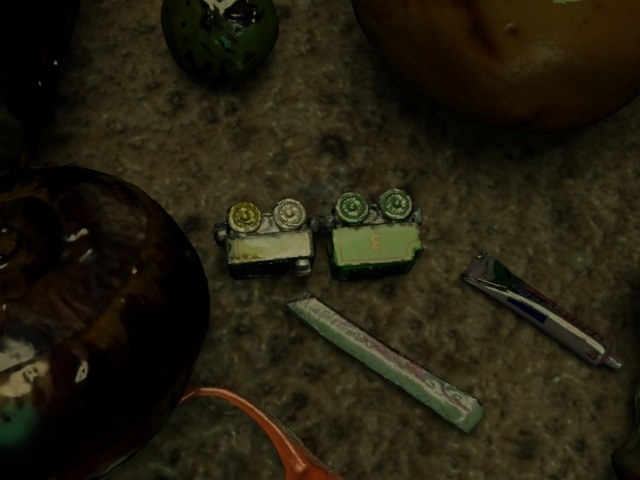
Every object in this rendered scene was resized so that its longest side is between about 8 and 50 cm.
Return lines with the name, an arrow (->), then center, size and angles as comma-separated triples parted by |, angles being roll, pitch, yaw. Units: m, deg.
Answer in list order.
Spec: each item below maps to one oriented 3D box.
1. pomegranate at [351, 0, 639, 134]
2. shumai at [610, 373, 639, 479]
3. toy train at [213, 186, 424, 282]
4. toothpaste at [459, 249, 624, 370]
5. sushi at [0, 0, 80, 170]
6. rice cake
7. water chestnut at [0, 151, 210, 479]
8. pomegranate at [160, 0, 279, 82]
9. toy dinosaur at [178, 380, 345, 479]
pomegranate -> 0.221, -0.304, 0.859 | 0.410, 0.410, 0.410 | 1, 66, -3
shumai -> 0.350, 0.123, 0.811 | 0.222, 0.204, 0.272 | 35, 34, 10
toy train -> 0.000, 0.000, 0.868 | 0.202, 0.060, 0.081 | -5, 72, -4
toothpaste -> 0.213, 0.069, 0.867 | 0.170, 0.028, 0.045 | 36, 58, 15
sushi -> -0.363, -0.225, 0.825 | 0.281, 0.299, 0.294 | 15, 66, -22
rice cake -> 0.057, 0.108, 0.838 | 0.207, 0.033, 0.033 | 33, 78, 12
water chestnut -> -0.230, 0.091, 0.726 | 0.300, 0.300, 0.300 | 1, 66, -3
pomegranate -> -0.100, -0.231, 0.946 | 0.122, 0.122, 0.161 | 14, 29, 3
toy dinosaur -> -0.014, 0.220, 0.764 | 0.279, 0.055, 0.101 | 34, 60, -5
